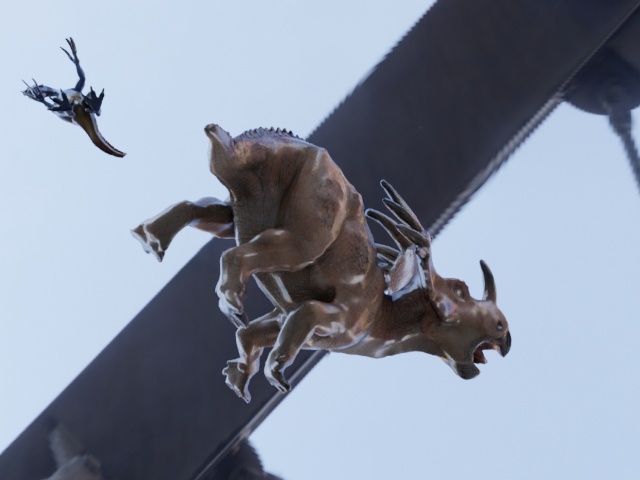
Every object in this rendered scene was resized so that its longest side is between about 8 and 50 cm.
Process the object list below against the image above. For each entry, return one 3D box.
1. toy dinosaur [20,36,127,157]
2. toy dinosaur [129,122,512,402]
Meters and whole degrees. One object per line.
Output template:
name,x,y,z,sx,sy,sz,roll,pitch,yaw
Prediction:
toy dinosaur,-0.173,-0.088,0.849,0.047,0.082,0.090,-22,-84,-19
toy dinosaur,0.000,0.000,0.896,0.200,0.127,0.296,-42,-57,-19
